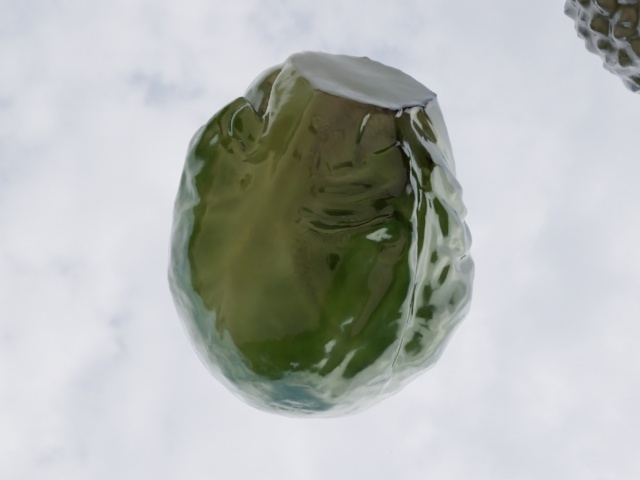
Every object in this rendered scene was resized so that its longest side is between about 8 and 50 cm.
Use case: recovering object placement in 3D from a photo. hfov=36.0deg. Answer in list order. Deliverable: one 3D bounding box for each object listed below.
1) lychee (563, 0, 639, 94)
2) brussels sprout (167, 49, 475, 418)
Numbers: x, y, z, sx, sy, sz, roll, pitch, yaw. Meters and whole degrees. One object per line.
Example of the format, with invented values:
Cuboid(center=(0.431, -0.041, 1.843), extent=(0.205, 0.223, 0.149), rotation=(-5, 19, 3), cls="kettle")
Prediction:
Cuboid(center=(0.301, -0.211, 0.670), extent=(0.255, 0.255, 0.274), rotation=(42, -89, 11), cls="lychee")
Cuboid(center=(0.000, 0.000, 0.681), extent=(0.244, 0.244, 0.244), rotation=(-1, -102, 4), cls="brussels sprout")
